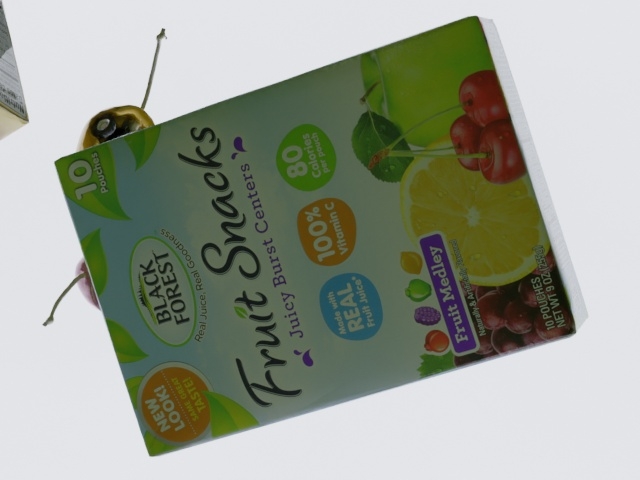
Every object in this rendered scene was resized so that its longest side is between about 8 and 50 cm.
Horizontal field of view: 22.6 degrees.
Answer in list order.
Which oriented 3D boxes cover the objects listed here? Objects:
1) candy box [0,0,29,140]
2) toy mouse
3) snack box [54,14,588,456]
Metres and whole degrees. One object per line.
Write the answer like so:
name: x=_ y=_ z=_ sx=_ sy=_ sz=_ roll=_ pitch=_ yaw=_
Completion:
candy box: x=-0.221 y=-0.118 z=0.819 sx=0.109 sy=0.053 sz=0.186 roll=-27 pitch=-121 yaw=18
toy mouse: x=-0.090 y=-0.010 z=0.861 sx=0.031 sy=0.143 sz=0.161 roll=16 pitch=-107 yaw=42
snack box: x=0.000 y=0.000 z=0.496 sx=0.141 sy=0.037 sz=0.100 roll=-17 pitch=-90 yaw=15
